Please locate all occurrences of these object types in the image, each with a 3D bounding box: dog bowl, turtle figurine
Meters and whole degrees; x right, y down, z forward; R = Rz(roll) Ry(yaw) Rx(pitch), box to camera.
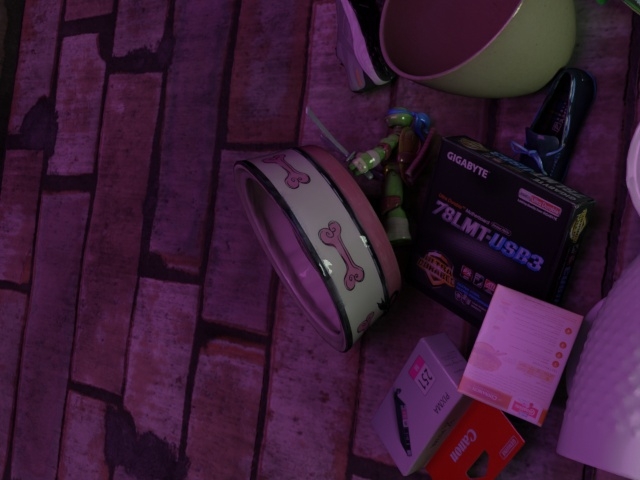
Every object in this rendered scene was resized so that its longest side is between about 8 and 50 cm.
[{"bbox_3d":[0.000,0.000,1.663,0.150,0.408,0.408,-30,57,-12],"label":"dog bowl"},{"bbox_3d":[0.095,-0.116,1.700,0.198,0.274,0.266,147,117,-71],"label":"turtle figurine"}]

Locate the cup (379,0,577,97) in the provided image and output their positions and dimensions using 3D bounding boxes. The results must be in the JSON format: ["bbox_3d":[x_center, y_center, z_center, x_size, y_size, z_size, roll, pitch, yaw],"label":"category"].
[{"bbox_3d":[0.299,-0.373,1.503,0.331,0.237,0.331,-26,52,39],"label":"cup"}]

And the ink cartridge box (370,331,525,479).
[{"bbox_3d":[0.213,0.338,1.563,0.239,0.060,0.275,56,141,31],"label":"ink cartridge box"}]

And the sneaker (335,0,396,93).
[{"bbox_3d":[0.066,-0.431,1.827,0.108,0.100,0.272,-28,67,40],"label":"sneaker"}]

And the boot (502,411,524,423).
[{"bbox_3d":[0.318,0.245,1.552,0.106,0.082,0.219,-39,25,-17],"label":"boot"}]

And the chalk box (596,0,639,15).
[{"bbox_3d":[0.529,-0.455,1.409,0.213,0.132,0.132,-27,68,34],"label":"chalk box"}]

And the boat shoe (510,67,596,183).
[{"bbox_3d":[0.382,-0.178,1.526,0.109,0.089,0.258,22,98,40],"label":"boat shoe"}]

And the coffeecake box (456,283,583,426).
[{"bbox_3d":[0.319,0.181,1.410,0.142,0.068,0.186,21,90,16],"label":"coffeecake box"}]

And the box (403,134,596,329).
[{"bbox_3d":[0.299,0.005,1.537,0.295,0.073,0.293,35,125,38],"label":"box"}]

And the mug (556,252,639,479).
[{"bbox_3d":[0.493,0.183,1.294,0.374,0.276,0.328,-2,70,70],"label":"mug"}]

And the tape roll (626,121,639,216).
[{"bbox_3d":[0.612,-0.109,1.315,0.286,0.100,0.286,-7,79,40],"label":"tape roll"}]
